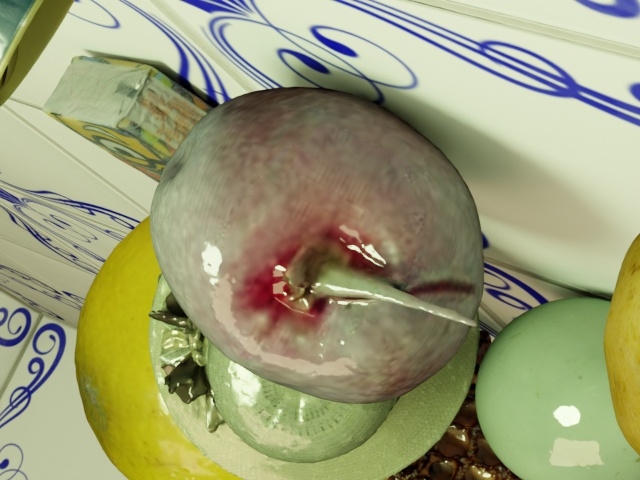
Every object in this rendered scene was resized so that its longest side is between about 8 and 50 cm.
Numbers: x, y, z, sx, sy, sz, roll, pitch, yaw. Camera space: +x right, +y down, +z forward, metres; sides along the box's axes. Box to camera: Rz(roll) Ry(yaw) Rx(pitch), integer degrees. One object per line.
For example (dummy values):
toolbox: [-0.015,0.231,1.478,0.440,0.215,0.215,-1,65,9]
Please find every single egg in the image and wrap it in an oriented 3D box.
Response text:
egg: [0.196,0.116,1.326,0.149,0.149,0.192,30,163,-21]

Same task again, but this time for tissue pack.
tissue pack: [-0.119,-0.082,1.351,0.148,0.060,0.109,32,169,-40]

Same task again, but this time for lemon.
lemon: [-0.069,0.098,1.520,0.297,0.297,0.297,25,170,5]

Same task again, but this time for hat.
hat: [-0.009,0.083,1.293,0.257,0.257,0.130,26,-168,-3]

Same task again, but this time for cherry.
cherry: [0.000,0.000,1.117,0.213,0.183,0.266,42,-179,-8]

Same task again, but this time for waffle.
waffle: [0.111,0.178,1.634,0.055,0.221,0.234,91,155,-48]

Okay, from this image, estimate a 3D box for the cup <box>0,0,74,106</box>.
cup: [-0.204,-0.175,0.955,0.155,0.131,0.176,30,140,-3]

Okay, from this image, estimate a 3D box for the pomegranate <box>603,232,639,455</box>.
pomegranate: [0.229,0.062,0.886,0.196,0.196,0.196,25,170,5]
